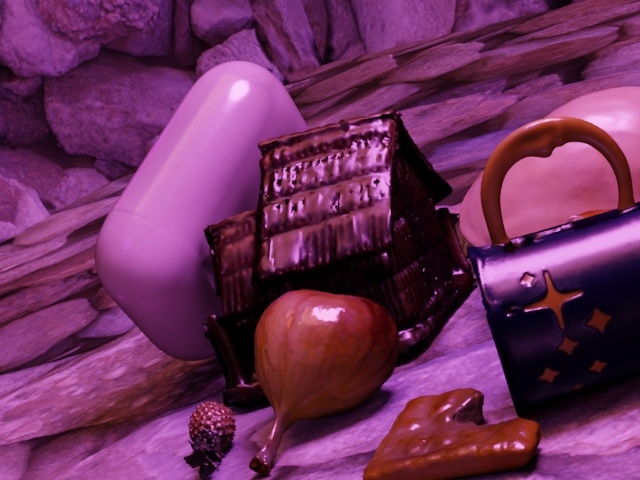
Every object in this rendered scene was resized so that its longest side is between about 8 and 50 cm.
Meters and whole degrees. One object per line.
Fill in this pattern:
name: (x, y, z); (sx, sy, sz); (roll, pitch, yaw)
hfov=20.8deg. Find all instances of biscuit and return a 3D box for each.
biscuit: (0.137, 0.185, 1.695); (0.174, 0.039, 0.183); (-16, 14, 21)

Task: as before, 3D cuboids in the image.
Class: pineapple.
pineapple: (-0.125, 0.224, 1.910); (0.058, 0.058, 0.124); (-17, 20, 13)

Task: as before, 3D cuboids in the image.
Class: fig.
fig: (-0.020, 0.137, 1.887); (0.160, 0.143, 0.231); (13, 29, 33)

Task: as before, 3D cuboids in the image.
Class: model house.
model house: (0.000, 0.000, 2.110); (0.317, 0.282, 0.297); (-17, 14, 12)

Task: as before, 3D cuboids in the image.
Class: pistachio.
pistachio: (0.318, -0.056, 2.036); (0.321, 0.229, 0.238); (-31, 40, -1)

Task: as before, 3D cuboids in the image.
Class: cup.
cup: (0.277, 0.022, 1.690); (0.256, 0.255, 0.178); (-18, 37, 6)

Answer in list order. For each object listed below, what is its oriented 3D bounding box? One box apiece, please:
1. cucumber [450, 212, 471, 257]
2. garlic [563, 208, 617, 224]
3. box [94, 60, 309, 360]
cucumber: (0.129, -0.003, 2.419); (0.078, 0.062, 0.211); (-30, 17, -36)
garlic: (0.363, 0.008, 1.873); (0.207, 0.128, 0.115); (-9, 23, 6)
box: (-0.133, -0.035, 2.200); (0.141, 0.288, 0.349); (22, 72, 27)
